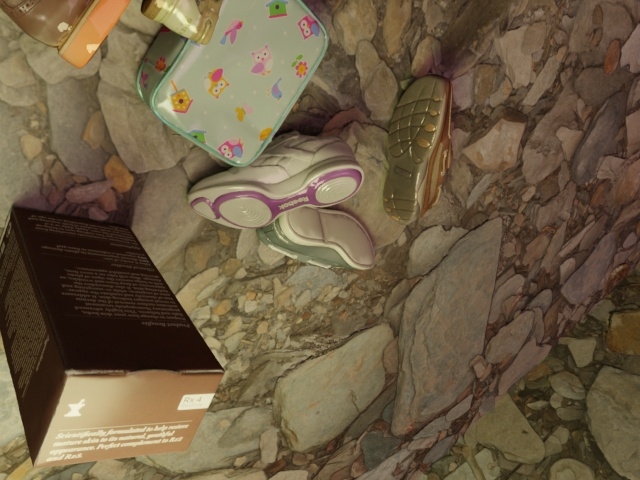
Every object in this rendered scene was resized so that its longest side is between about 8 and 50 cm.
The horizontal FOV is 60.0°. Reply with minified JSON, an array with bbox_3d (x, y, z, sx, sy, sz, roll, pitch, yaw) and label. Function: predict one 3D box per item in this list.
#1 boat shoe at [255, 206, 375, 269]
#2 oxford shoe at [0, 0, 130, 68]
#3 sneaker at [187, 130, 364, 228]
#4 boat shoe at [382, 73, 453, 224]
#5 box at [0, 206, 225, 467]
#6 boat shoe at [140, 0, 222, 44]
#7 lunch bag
[{"bbox_3d":[0.000,0.000,1.144,0.099,0.116,0.319,-21,155,33],"label":"boat shoe"},{"bbox_3d":[-0.250,-0.396,0.665,0.133,0.130,0.363,31,90,-31],"label":"oxford shoe"},{"bbox_3d":[-0.083,-0.112,0.987,0.305,0.152,0.114,-12,142,-5],"label":"sneaker"},{"bbox_3d":[0.215,-0.190,1.161,0.116,0.123,0.324,-19,134,-36],"label":"boat shoe"},{"bbox_3d":[-0.307,0.109,0.753,0.191,0.381,0.143,12,109,-41],"label":"box"},{"bbox_3d":[-0.139,-0.390,0.720,0.089,0.105,0.285,27,77,-30],"label":"boat shoe"},{"bbox_3d":[-0.129,-0.262,0.849,0.224,0.108,0.279,30,97,-46],"label":"lunch bag"}]
